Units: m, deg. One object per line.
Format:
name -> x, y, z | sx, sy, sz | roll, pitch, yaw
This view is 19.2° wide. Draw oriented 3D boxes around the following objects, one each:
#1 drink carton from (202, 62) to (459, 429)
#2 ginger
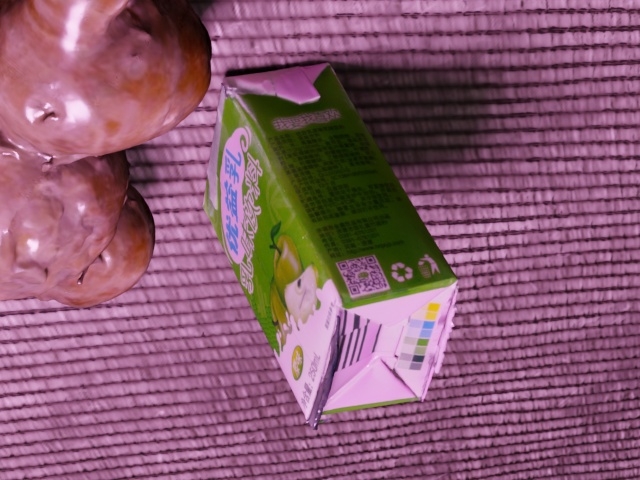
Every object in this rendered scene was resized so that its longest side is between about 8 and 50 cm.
drink carton -> 0.000, 0.000, 1.531 | 0.108, 0.271, 0.161 | -11, 140, -23
ginger -> -0.193, -0.089, 1.418 | 0.256, 0.176, 0.375 | -15, 144, -41
